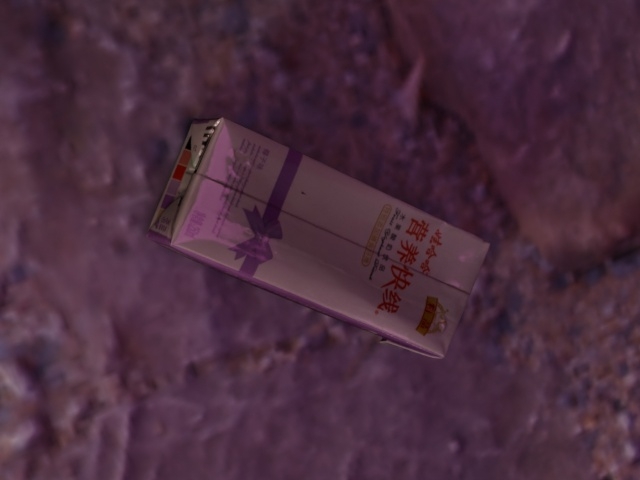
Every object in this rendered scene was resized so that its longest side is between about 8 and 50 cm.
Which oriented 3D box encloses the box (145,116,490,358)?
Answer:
[{"bbox_3d":[0.000,0.000,0.468,0.117,0.036,0.051,25,87,-24],"label":"box"}]
